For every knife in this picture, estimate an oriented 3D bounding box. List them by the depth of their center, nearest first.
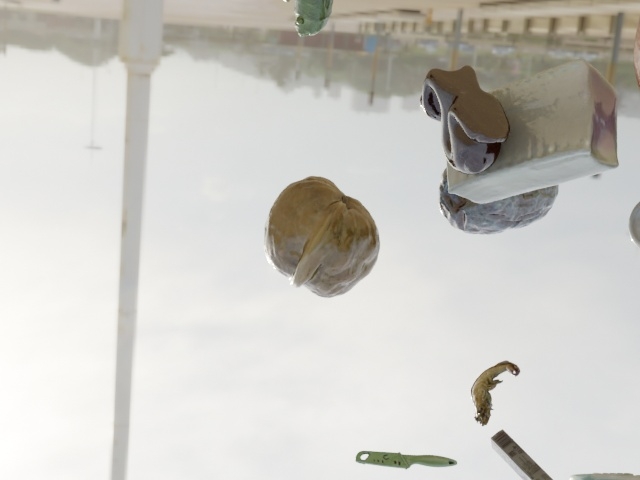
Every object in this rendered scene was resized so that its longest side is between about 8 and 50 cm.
[{"bbox_3d":[0.209,0.527,2.267,0.293,0.020,0.043,12,-128,-26],"label":"knife"}]

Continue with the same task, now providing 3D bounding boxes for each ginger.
[{"bbox_3d":[-0.030,-0.490,1.775,0.089,0.137,0.290,12,168,12],"label":"ginger"}]

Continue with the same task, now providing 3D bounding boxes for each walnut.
[{"bbox_3d":[0.000,0.000,2.374,0.296,0.285,0.285,29,-171,-8],"label":"walnut"}]

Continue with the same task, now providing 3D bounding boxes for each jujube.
[{"bbox_3d":[0.441,-0.124,2.338,0.317,0.226,0.226,-10,-162,-38],"label":"jujube"}]

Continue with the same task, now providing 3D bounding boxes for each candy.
[{"bbox_3d":[0.426,-0.213,1.958,0.359,0.208,0.145,-17,154,41],"label":"candy"}]

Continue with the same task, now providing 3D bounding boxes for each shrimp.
[{"bbox_3d":[0.359,0.307,1.933,0.124,0.034,0.178,-38,-167,20],"label":"shrimp"}]

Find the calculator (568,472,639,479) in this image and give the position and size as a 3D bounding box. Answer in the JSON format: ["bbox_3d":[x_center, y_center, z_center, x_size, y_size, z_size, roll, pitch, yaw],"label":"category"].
[{"bbox_3d":[0.663,0.550,2.121,0.184,0.042,0.295,12,161,-12],"label":"calculator"}]

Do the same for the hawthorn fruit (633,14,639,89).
[{"bbox_3d":[0.527,-0.239,1.281,0.210,0.262,0.210,13,161,4],"label":"hawthorn fruit"}]

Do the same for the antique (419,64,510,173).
[{"bbox_3d":[0.283,-0.247,1.920,0.121,0.143,0.257,-11,-125,-24],"label":"antique"}]

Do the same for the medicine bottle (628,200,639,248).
[{"bbox_3d":[0.656,-0.024,1.736,0.168,0.105,0.105,5,-170,-28],"label":"medicine bottle"}]

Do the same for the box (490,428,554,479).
[{"bbox_3d":[0.472,0.521,2.152,0.039,0.055,0.218,-33,-129,-15],"label":"box"}]
